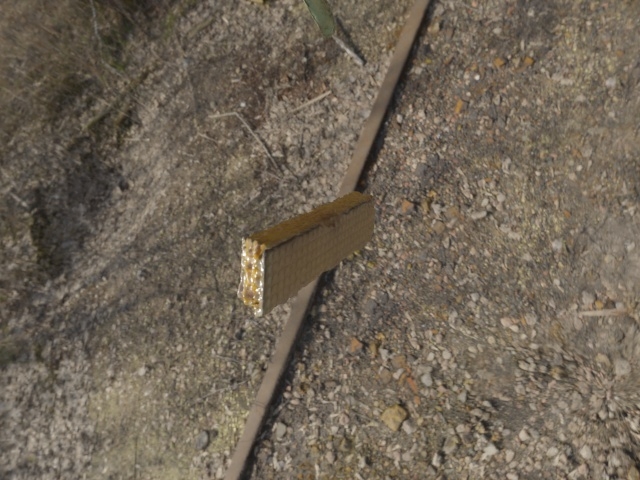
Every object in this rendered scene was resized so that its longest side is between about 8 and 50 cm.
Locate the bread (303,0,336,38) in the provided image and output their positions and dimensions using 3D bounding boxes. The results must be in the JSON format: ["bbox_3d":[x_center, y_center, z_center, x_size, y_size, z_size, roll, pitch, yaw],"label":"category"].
[{"bbox_3d":[-0.035,-0.538,0.864,0.040,0.267,0.267,-24,61,14],"label":"bread"}]

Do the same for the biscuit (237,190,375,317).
[{"bbox_3d":[0.000,0.000,0.644,0.054,0.378,0.094,13,111,24],"label":"biscuit"}]
